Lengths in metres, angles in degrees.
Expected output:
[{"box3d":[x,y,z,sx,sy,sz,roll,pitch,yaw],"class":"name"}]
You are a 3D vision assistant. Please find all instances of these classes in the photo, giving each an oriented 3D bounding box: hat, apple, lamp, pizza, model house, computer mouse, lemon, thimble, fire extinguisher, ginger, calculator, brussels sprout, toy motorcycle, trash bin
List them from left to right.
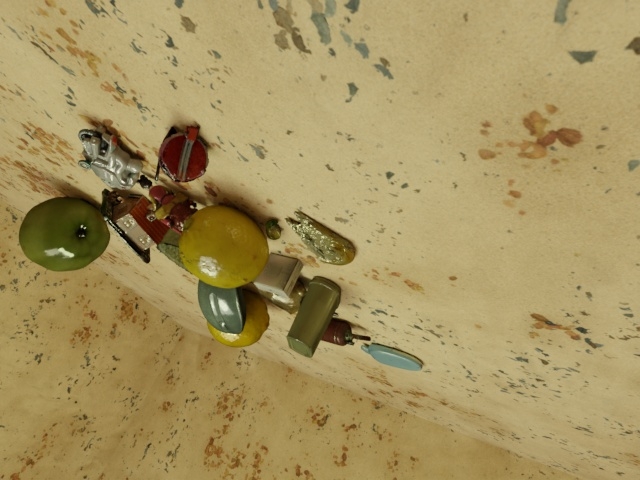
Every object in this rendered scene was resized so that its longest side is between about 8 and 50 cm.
[{"box3d":[-1.127,-0.032,2.023,0.356,0.358,0.357,21,156,10],"class":"apple"},{"box3d":[-0.632,-0.242,1.407,0.170,0.110,0.260,8,148,1],"class":"toy motorcycle"},{"box3d":[-0.697,-0.087,1.771,0.294,0.153,0.207,63,-179,-41],"class":"model house"},{"box3d":[-0.505,-0.115,1.502,0.253,0.118,0.118,32,158,15],"class":"lamp"},{"box3d":[-0.382,-0.231,1.192,0.227,0.128,0.140,22,120,52],"class":"hat"},{"box3d":[-0.455,0.026,1.698,0.270,0.150,0.271,21,155,10],"class":"thimble"},{"box3d":[-0.426,0.253,1.944,0.203,0.114,0.375,-2,108,17],"class":"computer mouse"},{"box3d":[-0.295,0.023,1.415,0.260,0.261,0.284,12,146,29],"class":"lemon"},{"box3d":[-0.396,0.370,2.183,0.296,0.297,0.297,21,156,10],"class":"lemon"},{"box3d":[-0.147,-0.038,1.403,0.050,0.046,0.083,22,146,17],"class":"brussels sprout"},{"box3d":[-0.174,0.177,1.758,0.270,0.123,0.219,31,155,-10],"class":"ginger"},{"box3d":[-0.026,0.289,1.690,0.121,0.248,0.243,23,157,11],"class":"trash bin"},{"box3d":[0.000,0.000,1.337,0.181,0.034,0.262,-3,143,49],"class":"pizza"},{"box3d":[0.060,0.405,2.031,0.336,0.107,0.147,8,175,36],"class":"fire extinguisher"},{"box3d":[0.323,0.538,2.098,0.302,0.042,0.188,4,149,34],"class":"calculator"}]

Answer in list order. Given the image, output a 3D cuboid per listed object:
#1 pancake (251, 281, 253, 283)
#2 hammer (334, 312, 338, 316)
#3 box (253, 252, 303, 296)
[{"box3d":[-0.296,0.156,1.954,0.158,0.028,0.158,21,154,11],"class":"pancake"},{"box3d":[-0.003,0.291,1.953,0.178,0.021,0.065,19,156,9],"class":"hammer"},{"box3d":[-0.148,0.119,1.606,0.129,0.130,0.051,12,151,29],"class":"box"}]
